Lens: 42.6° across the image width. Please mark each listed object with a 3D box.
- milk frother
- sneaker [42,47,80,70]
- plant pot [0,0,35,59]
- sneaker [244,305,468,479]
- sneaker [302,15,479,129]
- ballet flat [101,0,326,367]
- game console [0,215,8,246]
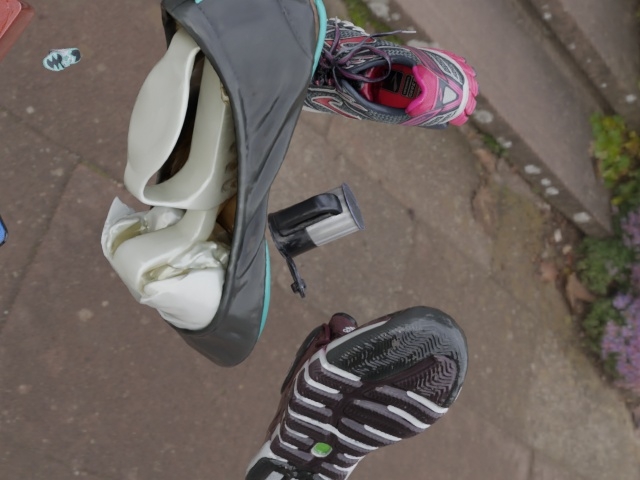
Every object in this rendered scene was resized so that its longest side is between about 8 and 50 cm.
[{"bbox_3d":[0.000,0.000,1.275,0.143,0.135,0.129,67,13,-1],"label":"milk frother"},{"bbox_3d":[-0.545,-0.368,1.670,0.098,0.069,0.038,-37,127,-56],"label":"sneaker"},{"bbox_3d":[-0.817,-0.509,1.860,0.267,0.236,0.267,37,82,-28],"label":"plant pot"},{"bbox_3d":[0.025,0.101,0.696,0.106,0.281,0.162,29,41,-12],"label":"sneaker"},{"bbox_3d":[0.034,-0.205,0.976,0.112,0.299,0.120,-12,112,-56],"label":"sneaker"},{"bbox_3d":[-0.075,-0.025,0.473,0.096,0.095,0.280,-22,137,-40],"label":"ballet flat"},{"bbox_3d":[-0.797,-0.036,1.814,0.293,0.250,0.173,58,6,19],"label":"game console"}]
